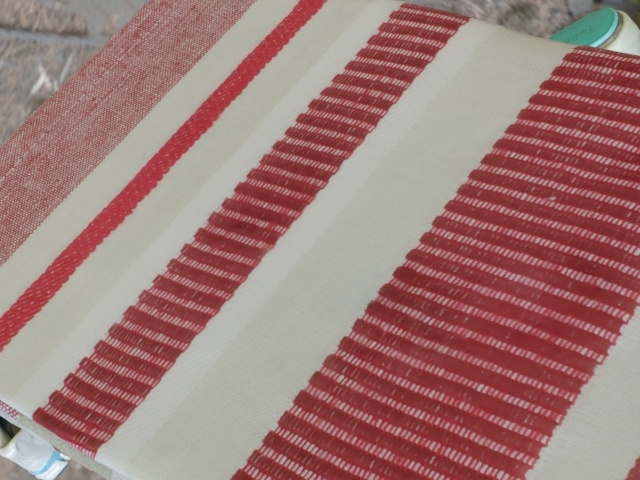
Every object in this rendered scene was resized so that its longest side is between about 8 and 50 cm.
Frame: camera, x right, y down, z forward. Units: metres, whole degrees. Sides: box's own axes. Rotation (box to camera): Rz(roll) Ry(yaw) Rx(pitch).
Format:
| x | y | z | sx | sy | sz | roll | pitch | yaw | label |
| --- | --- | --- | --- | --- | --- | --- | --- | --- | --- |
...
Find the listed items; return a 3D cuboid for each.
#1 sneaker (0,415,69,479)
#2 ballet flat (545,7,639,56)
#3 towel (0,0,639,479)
| x | y | z | sx | sy | sz | roll | pitch | yaw | label |
| --- | --- | --- | --- | --- | --- | --- | --- | --- | --- |
| -0.307 | 0.148 | 1.238 | 0.071 | 0.191 | 0.083 | -42 | 138 | 15 | sneaker |
| 0.210 | -0.152 | 1.231 | 0.248 | 0.086 | 0.086 | -16 | 120 | 36 | ballet flat |
| 0.000 | 0.000 | 0.458 | 0.237 | 0.329 | 0.037 | -51 | 140 | -23 | towel |
